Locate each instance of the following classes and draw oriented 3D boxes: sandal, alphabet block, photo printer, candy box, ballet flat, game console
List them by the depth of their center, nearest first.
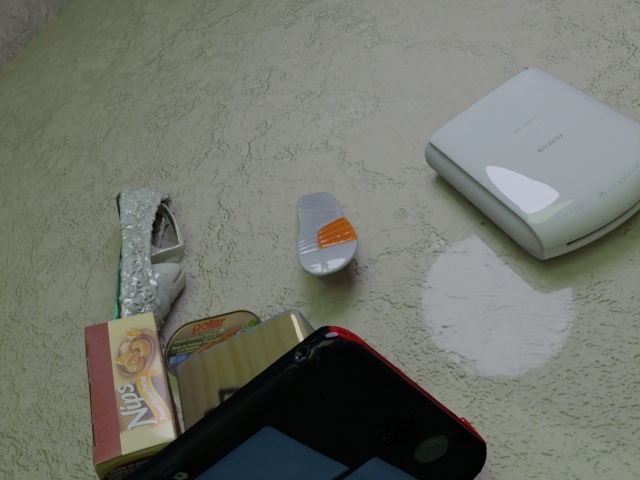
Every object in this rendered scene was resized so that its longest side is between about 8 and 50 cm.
[{"bbox_3d":[-0.034,0.274,0.552,0.386,0.342,0.060,-39,43,9],"label":"game console"},{"bbox_3d":[-0.219,0.268,0.676,0.087,0.317,0.183,-12,43,-19],"label":"candy box"},{"bbox_3d":[-0.057,0.245,0.713,0.193,0.192,0.197,-28,51,5],"label":"alphabet block"},{"bbox_3d":[0.356,-0.126,0.847,0.256,0.107,0.307,-34,50,-2],"label":"photo printer"},{"bbox_3d":[0.011,-0.002,0.943,0.101,0.076,0.265,-9,31,0],"label":"sandal"},{"bbox_3d":[-0.330,0.036,1.028,0.147,0.147,0.409,-23,50,7],"label":"ballet flat"}]

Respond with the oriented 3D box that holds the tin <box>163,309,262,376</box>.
[{"bbox_3d":[-0.179,0.182,0.912,0.189,0.040,0.106,-14,56,14],"label":"tin"}]
